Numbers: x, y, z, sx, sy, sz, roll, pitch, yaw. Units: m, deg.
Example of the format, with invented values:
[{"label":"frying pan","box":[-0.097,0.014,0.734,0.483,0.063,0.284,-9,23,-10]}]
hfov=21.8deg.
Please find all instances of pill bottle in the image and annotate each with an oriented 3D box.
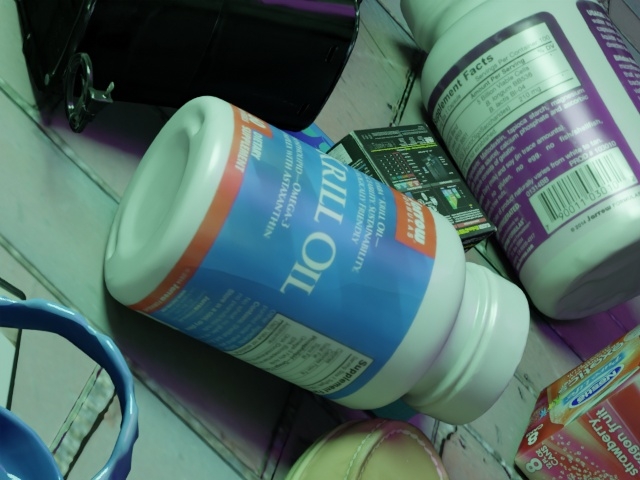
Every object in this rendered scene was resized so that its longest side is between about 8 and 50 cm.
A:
[{"label":"pill bottle","box":[0.003,0.020,0.927,0.221,0.124,0.124,26,35,-22]},{"label":"pill bottle","box":[0.184,-0.101,1.357,0.169,0.169,0.302,8,51,-55]}]

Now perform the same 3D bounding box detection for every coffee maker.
[{"label":"coffee maker","box":[-0.077,-0.121,0.990,0.178,0.120,0.171,7,64,-28]}]

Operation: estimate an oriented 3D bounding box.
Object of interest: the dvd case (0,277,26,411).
[{"label":"dvd case","box":[-0.235,0.023,0.699,0.253,0.022,0.180,36,31,-28]}]

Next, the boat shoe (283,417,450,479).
[{"label":"boat shoe","box":[0.038,0.194,0.821,0.121,0.110,0.341,43,28,-17]}]

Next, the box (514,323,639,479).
[{"label":"box","box":[0.272,0.193,1.176,0.257,0.128,0.122,50,27,-5]}]

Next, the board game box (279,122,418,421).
[{"label":"board game box","box":[0.000,0.000,1.073,0.210,0.047,0.160,44,27,-15]}]

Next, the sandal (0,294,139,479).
[{"label":"sandal","box":[-0.169,0.077,0.541,0.126,0.138,0.317,57,23,12]}]

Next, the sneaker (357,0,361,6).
[{"label":"sneaker","box":[-0.033,-0.280,1.326,0.182,0.158,0.410,17,34,-1]}]

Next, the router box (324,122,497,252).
[{"label":"router box","box":[0.058,-0.028,1.104,0.092,0.038,0.122,57,26,11]}]
